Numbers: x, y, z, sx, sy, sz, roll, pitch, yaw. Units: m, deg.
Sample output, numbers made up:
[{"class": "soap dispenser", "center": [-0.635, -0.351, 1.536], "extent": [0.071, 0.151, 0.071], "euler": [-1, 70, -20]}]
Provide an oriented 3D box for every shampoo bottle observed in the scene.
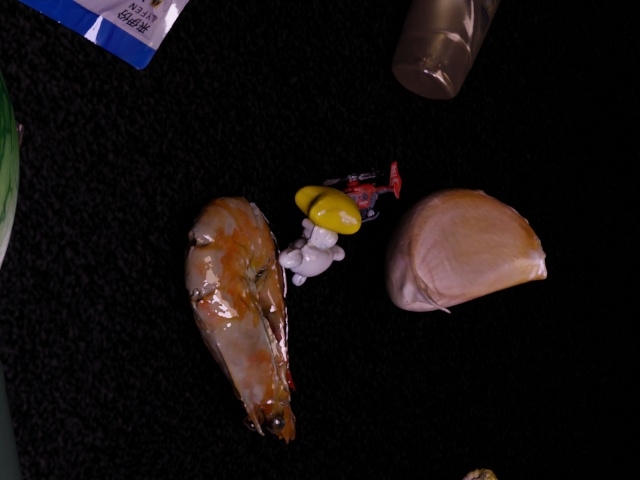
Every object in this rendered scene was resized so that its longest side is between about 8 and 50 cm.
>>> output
[{"class": "shampoo bottle", "center": [0.184, -0.337, 1.528], "extent": [0.125, 0.084, 0.350], "euler": [40, 66, -47]}]

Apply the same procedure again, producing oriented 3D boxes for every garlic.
[{"class": "garlic", "center": [0.161, 0.022, 1.509], "extent": [0.245, 0.164, 0.145], "euler": [-19, 129, -44]}]

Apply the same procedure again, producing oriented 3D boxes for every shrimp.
[{"class": "shrimp", "center": [-0.069, 0.089, 1.302], "extent": [0.154, 0.062, 0.294], "euler": [-45, 130, -49]}]

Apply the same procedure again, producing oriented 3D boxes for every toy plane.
[{"class": "toy plane", "center": [0.049, -0.054, 1.448], "extent": [0.145, 0.037, 0.060], "euler": [-18, 101, -46]}]

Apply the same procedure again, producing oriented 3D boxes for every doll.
[{"class": "doll", "center": [0.003, 0.000, 1.364], "extent": [0.113, 0.071, 0.135], "euler": [-58, 158, -9]}]

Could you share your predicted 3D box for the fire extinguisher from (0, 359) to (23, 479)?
[{"class": "fire extinguisher", "center": [-0.285, 0.220, 1.014], "extent": [0.095, 0.114, 0.311], "euler": [-9, 107, -12]}]

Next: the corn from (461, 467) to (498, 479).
[{"class": "corn", "center": [0.235, 0.399, 1.768], "extent": [0.085, 0.063, 0.165], "euler": [-73, 151, -52]}]

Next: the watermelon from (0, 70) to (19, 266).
[{"class": "watermelon", "center": [-0.341, -0.033, 0.686], "extent": [0.363, 0.363, 0.363], "euler": [-15, 109, -51]}]

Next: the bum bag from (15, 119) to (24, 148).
[{"class": "bum bag", "center": [-0.312, -0.016, 0.942], "extent": [0.248, 0.069, 0.102], "euler": [-54, 172, -33]}]

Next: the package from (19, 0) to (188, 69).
[{"class": "package", "center": [-0.165, -0.250, 1.085], "extent": [0.171, 0.027, 0.173], "euler": [25, 99, -53]}]
